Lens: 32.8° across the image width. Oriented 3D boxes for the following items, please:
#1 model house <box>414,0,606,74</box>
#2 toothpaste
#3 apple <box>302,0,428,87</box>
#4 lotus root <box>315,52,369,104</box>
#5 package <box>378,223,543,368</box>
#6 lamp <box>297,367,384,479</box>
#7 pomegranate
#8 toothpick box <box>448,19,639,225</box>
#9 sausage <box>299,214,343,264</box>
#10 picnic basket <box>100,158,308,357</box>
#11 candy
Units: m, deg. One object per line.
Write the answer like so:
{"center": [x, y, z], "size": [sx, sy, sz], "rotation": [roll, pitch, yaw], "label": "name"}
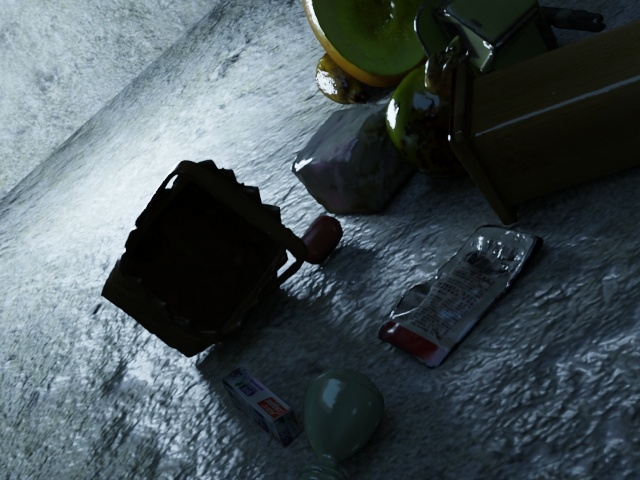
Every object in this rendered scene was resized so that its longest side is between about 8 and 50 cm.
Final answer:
{"center": [0.337, -0.357, 1.876], "size": [0.218, 0.205, 0.278], "rotation": [-43, 34, -11], "label": "model house"}
{"center": [-0.087, 0.239, 1.576], "size": [0.040, 0.047, 0.196], "rotation": [-30, 22, -18], "label": "toothpaste"}
{"center": [0.141, -0.500, 2.159], "size": [0.374, 0.374, 0.384], "rotation": [-41, 28, -9], "label": "apple"}
{"center": [0.048, -0.341, 2.314], "size": [0.108, 0.094, 0.191], "rotation": [-64, 24, 22], "label": "lotus root"}
{"center": [0.191, 0.068, 1.518], "size": [0.239, 0.030, 0.154], "rotation": [-44, 27, -13], "label": "package"}
{"center": [0.017, 0.249, 1.371], "size": [0.106, 0.106, 0.193], "rotation": [-15, 43, 39], "label": "lamp"}
{"center": [0.213, -0.216, 1.745], "size": [0.198, 0.198, 0.246], "rotation": [-83, 12, -56], "label": "pomegranate"}
{"center": [0.362, -0.181, 1.536], "size": [0.308, 0.190, 0.188], "rotation": [-18, 37, 26], "label": "toothpick box"}
{"center": [0.000, 0.000, 1.842], "size": [0.054, 0.059, 0.094], "rotation": [33, 65, 17], "label": "sausage"}
{"center": [-0.185, 0.015, 1.786], "size": [0.321, 0.254, 0.291], "rotation": [-41, 13, 54], "label": "picnic basket"}
{"center": [0.070, -0.148, 1.910], "size": [0.185, 0.137, 0.195], "rotation": [-50, 26, -25], "label": "candy"}
